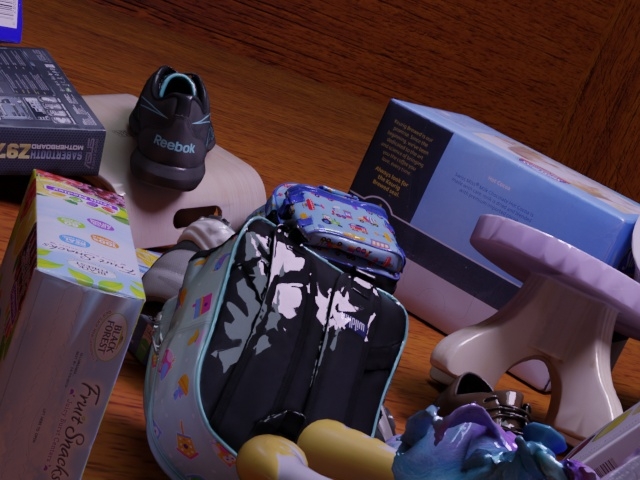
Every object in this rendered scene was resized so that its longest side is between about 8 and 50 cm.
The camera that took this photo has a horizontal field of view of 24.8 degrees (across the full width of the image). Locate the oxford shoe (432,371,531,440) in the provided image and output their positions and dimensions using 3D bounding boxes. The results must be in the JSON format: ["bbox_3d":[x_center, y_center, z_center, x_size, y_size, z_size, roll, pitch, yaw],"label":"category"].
[{"bbox_3d":[0.143,0.175,1.232,0.082,0.096,0.227,21,14,-22],"label":"oxford shoe"}]

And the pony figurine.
[{"bbox_3d":[0.130,0.194,0.810,0.363,0.303,0.351,6,-4,44],"label":"pony figurine"}]

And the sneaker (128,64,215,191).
[{"bbox_3d":[-0.153,-0.141,1.594,0.101,0.106,0.267,10,20,-12],"label":"sneaker"}]

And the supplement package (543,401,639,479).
[{"bbox_3d":[0.269,0.205,1.153,0.134,0.139,0.244,55,18,9],"label":"supplement package"}]

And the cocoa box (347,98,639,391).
[{"bbox_3d":[0.224,0.001,1.808,0.347,0.228,0.231,31,14,28],"label":"cocoa box"}]

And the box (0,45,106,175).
[{"bbox_3d":[-0.347,-0.140,1.523,0.183,0.059,0.233,0,27,-29],"label":"box"}]

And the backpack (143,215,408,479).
[{"bbox_3d":[-0.041,0.103,1.017,0.166,0.144,0.188,35,42,-25],"label":"backpack"}]

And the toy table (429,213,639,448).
[{"bbox_3d":[0.229,0.102,1.433,0.274,0.161,0.252,29,-7,-26],"label":"toy table"}]

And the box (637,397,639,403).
[{"bbox_3d":[0.392,0.212,1.473,0.148,0.127,0.232,26,12,9],"label":"box"}]

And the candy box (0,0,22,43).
[{"bbox_3d":[-0.532,-0.283,1.588,0.317,0.122,0.268,6,4,29],"label":"candy box"}]

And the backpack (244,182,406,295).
[{"bbox_3d":[0.000,0.000,1.577,0.158,0.117,0.173,19,27,-20],"label":"backpack"}]

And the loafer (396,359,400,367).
[{"bbox_3d":[0.037,0.089,1.429,0.080,0.078,0.220,28,13,17],"label":"loafer"}]

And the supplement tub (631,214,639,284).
[{"bbox_3d":[0.492,0.087,1.679,0.228,0.228,0.316,37,-16,46],"label":"supplement tub"}]

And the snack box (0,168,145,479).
[{"bbox_3d":[-0.170,0.070,0.885,0.070,0.175,0.207,17,14,-15],"label":"snack box"}]

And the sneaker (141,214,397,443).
[{"bbox_3d":[-0.041,0.107,1.170,0.271,0.108,0.100,45,-22,13],"label":"sneaker"}]

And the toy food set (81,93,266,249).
[{"bbox_3d":[-0.236,-0.080,1.655,0.306,0.092,0.219,31,25,34],"label":"toy food set"}]

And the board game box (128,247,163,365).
[{"bbox_3d":[-0.142,0.060,1.310,0.136,0.035,0.201,14,16,-40],"label":"board game box"}]
